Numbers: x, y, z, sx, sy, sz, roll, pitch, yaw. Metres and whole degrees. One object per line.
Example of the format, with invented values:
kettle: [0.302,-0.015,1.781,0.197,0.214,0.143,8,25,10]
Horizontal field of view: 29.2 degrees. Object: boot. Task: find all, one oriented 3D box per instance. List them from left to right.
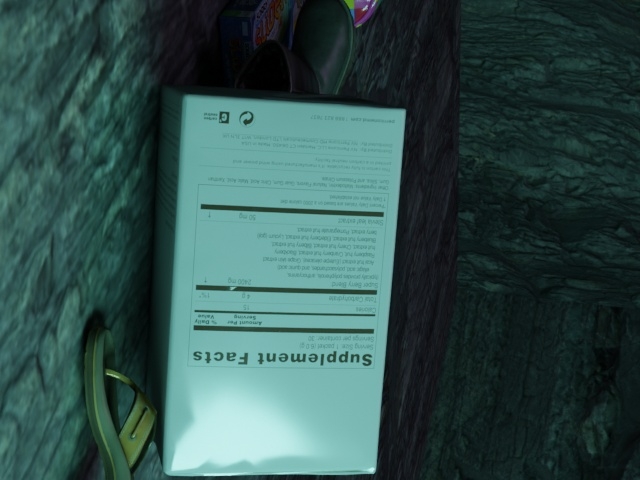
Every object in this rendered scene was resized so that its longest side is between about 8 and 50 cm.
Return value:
boot: [-0.028,-0.176,1.226,0.208,0.076,0.190,8,88,-71]

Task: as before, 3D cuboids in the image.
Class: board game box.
board game box: [-0.058,-0.213,1.296,0.201,0.035,0.136,-67,159,-53]

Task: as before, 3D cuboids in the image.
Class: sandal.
sandal: [-0.145,0.152,0.937,0.072,0.049,0.180,94,-17,-73]

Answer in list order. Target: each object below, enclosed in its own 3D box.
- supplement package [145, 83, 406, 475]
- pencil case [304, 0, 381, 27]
supplement package: [-0.045,0.026,1.010,0.177,0.175,0.293,-142,-124,-73]
pencil case: [0.042,-0.343,1.573,0.236,0.104,0.104,-60,154,-58]
